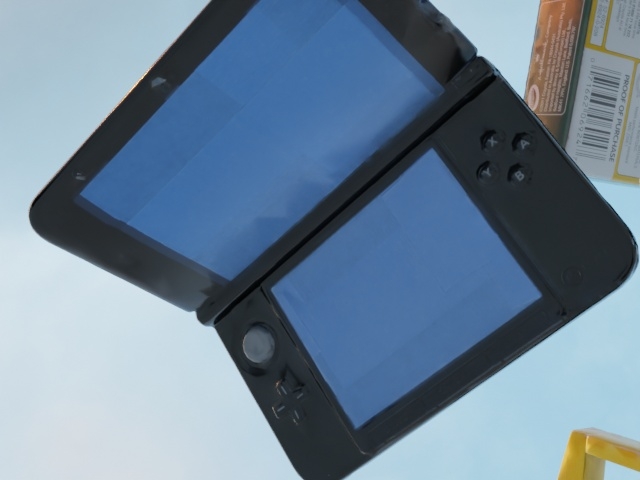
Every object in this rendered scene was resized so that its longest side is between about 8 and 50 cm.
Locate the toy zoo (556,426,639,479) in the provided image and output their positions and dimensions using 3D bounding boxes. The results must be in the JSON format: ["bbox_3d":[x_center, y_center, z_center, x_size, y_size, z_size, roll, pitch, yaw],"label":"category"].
[{"bbox_3d":[0.244,0.241,0.484,0.293,0.030,0.192,8,-86,54],"label":"toy zoo"}]

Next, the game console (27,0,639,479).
[{"bbox_3d":[0.000,0.000,0.483,0.293,0.173,0.250,-41,-111,22],"label":"game console"}]

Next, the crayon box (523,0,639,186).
[{"bbox_3d":[0.368,-0.154,0.804,0.083,0.322,0.203,-160,-103,-64],"label":"crayon box"}]
